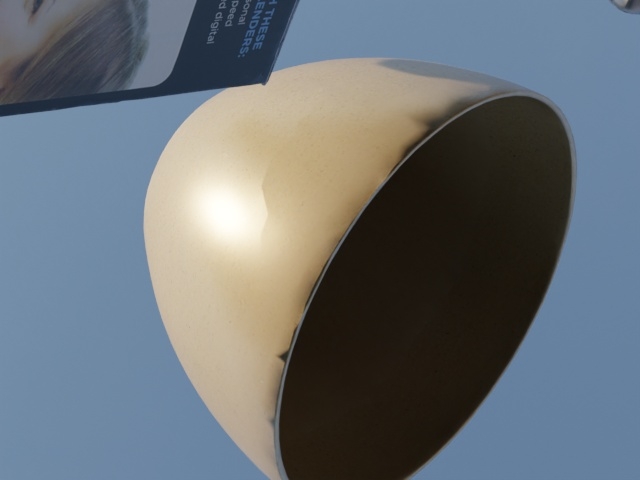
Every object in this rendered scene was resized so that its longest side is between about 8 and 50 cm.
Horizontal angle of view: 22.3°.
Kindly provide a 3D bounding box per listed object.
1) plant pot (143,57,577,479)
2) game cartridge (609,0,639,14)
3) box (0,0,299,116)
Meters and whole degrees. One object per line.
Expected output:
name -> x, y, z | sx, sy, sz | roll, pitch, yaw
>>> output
plant pot -> 0.000, 0.000, 1.019 | 0.191, 0.284, 0.284 | 30, -103, 30
game cartridge -> 0.304, -0.209, 0.892 | 0.294, 0.196, 0.060 | -1, -143, -32
box -> -0.152, -0.103, 0.381 | 0.290, 0.087, 0.169 | -11, -134, -42
